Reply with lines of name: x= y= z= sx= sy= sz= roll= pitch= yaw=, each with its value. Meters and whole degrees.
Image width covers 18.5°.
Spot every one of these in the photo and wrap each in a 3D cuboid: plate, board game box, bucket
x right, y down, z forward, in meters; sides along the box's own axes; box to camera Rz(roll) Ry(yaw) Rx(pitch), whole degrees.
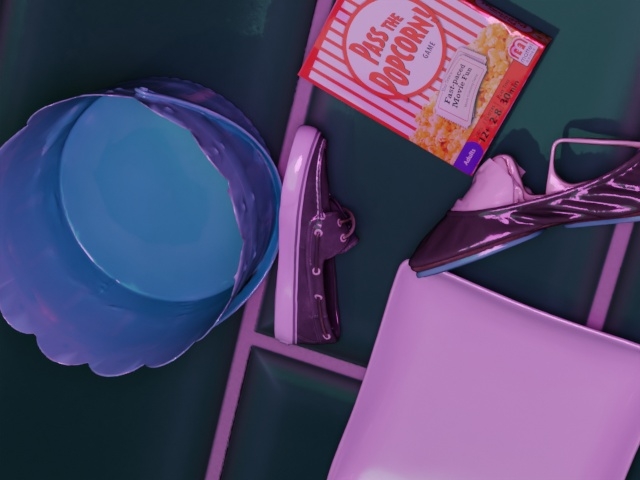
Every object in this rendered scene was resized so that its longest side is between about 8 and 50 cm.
plate: x=0.171 y=0.181 z=1.931 sx=0.278 sy=0.045 sz=0.277 roll=21 pitch=110 yaw=9
board game box: x=0.097 y=-0.173 z=1.847 sx=0.193 sy=0.045 sz=0.147 roll=30 pitch=112 yaw=6
bucket: x=-0.175 y=-0.025 z=1.896 sx=0.281 sy=0.183 sz=0.281 roll=5 pitch=108 yaw=15

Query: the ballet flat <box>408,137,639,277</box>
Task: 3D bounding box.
ballet flat: x=0.210 y=-0.042 z=1.837 sx=0.280 sy=0.095 sz=0.096 roll=-14 pitch=92 yaw=9

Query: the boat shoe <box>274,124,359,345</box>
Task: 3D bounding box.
boat shoe: x=0.000 y=0.000 z=1.911 sx=0.076 sy=0.080 sz=0.228 roll=8 pitch=109 yaw=7
